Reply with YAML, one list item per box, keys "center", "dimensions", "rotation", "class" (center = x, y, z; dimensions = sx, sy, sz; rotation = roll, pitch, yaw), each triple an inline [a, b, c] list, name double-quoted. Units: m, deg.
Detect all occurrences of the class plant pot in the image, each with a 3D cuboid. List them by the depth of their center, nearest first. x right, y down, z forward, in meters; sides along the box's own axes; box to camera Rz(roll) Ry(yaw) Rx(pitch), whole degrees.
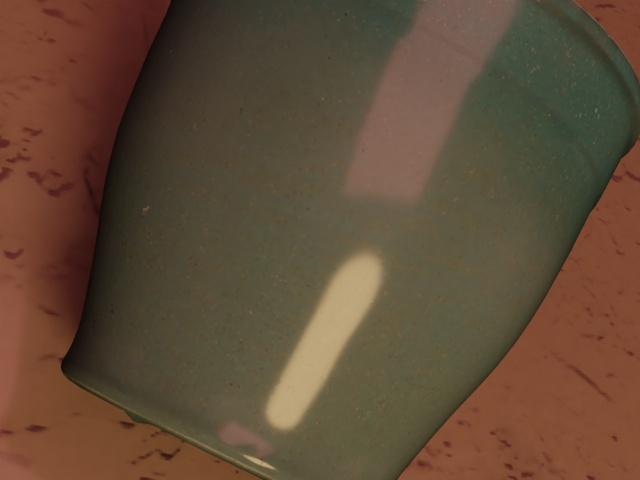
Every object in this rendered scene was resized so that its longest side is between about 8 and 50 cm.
- center: [0.000, 0.000, 0.536]
  dimensions: [0.271, 0.271, 0.255]
  rotation: [28, 78, -16]
  class: "plant pot"
